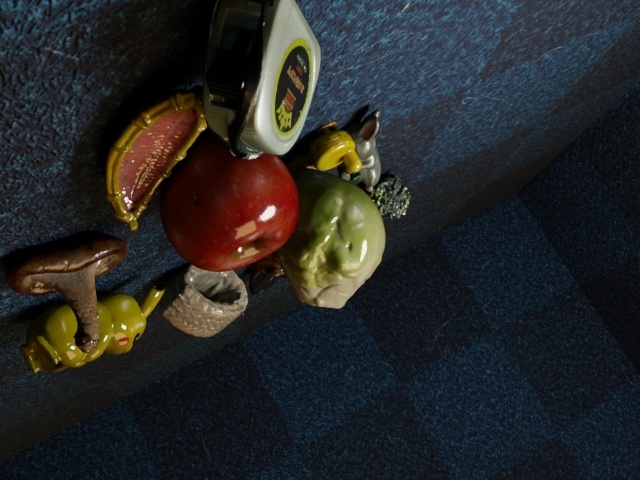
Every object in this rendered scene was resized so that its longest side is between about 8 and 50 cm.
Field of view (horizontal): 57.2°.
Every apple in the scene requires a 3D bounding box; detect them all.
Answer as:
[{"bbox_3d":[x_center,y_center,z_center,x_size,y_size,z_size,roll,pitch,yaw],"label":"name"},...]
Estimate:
[{"bbox_3d":[-0.171,-0.069,1.089,0.260,0.217,0.260,-27,166,-7],"label":"apple"}]

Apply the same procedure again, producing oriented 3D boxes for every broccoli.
[{"bbox_3d":[0.159,-0.107,1.897,0.164,0.146,0.304,-17,174,-32],"label":"broccoli"}]

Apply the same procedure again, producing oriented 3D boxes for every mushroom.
[{"bbox_3d":[-0.454,0.107,1.130,0.226,0.218,0.148,-23,164,-30],"label":"mushroom"}]

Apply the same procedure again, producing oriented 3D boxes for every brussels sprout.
[{"bbox_3d":[0.006,-0.008,1.283,0.242,0.317,0.273,-7,170,-35],"label":"brussels sprout"}]

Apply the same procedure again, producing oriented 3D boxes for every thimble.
[{"bbox_3d":[-0.329,0.160,1.676,0.229,0.196,0.148,27,124,-39],"label":"thimble"}]

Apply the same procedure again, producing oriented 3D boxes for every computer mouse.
[{"bbox_3d":[-0.180,0.100,2.020,0.122,0.073,0.217,-17,155,-52],"label":"computer mouse"}]

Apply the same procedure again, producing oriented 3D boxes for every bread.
[{"bbox_3d":[-0.050,-0.164,1.378,0.110,0.044,0.083,-32,166,22],"label":"bread"}]

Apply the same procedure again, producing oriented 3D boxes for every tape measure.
[{"bbox_3d":[-0.093,-0.221,0.789,0.235,0.115,0.207,27,83,-74],"label":"tape measure"}]

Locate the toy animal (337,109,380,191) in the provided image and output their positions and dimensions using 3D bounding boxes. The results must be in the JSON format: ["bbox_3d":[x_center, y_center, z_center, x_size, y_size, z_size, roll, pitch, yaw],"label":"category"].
[{"bbox_3d":[0.089,-0.223,1.390,0.107,0.138,0.236,4,142,9],"label":"toy animal"}]

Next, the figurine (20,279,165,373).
[{"bbox_3d":[-0.554,0.209,1.429,0.218,0.169,0.326,-20,173,39],"label":"figurine"}]

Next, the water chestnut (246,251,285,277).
[{"bbox_3d":[-0.109,-0.020,1.507,0.223,0.238,0.224,11,169,2],"label":"water chestnut"}]

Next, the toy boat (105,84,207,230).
[{"bbox_3d":[-0.256,-0.142,0.908,0.140,0.099,0.318,-16,158,-45],"label":"toy boat"}]

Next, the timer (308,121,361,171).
[{"bbox_3d":[0.031,-0.191,1.303,0.107,0.109,0.107,-28,167,-7],"label":"timer"}]
